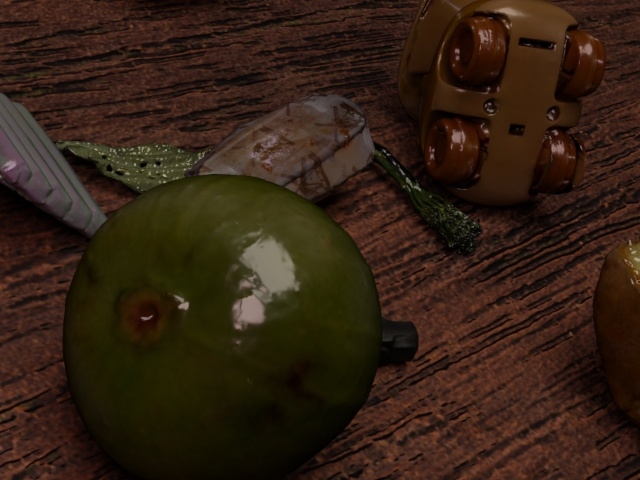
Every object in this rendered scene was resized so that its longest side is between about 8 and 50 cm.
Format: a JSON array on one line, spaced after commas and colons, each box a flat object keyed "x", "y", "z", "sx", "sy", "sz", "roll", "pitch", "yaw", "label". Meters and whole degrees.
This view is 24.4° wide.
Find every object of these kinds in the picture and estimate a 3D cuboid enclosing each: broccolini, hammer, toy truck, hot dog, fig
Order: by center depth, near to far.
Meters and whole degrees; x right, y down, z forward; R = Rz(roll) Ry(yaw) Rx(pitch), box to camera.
[{"x": -0.073, "y": 0.088, "z": 1.384, "sx": 0.316, "sy": 0.316, "sz": 0.316, "roll": 15, "pitch": 40, "yaw": -13, "label": "fig"}, {"x": 0.000, "y": 0.000, "z": 1.698, "sx": 0.111, "sy": 0.043, "sz": 0.365, "roll": 0, "pitch": 43, "yaw": -25, "label": "hammer"}, {"x": -0.048, "y": -0.089, "z": 1.700, "sx": 0.144, "sy": 0.075, "sz": 0.268, "roll": 32, "pitch": 48, "yaw": 30, "label": "hot dog"}, {"x": 0.103, "y": -0.070, "z": 1.824, "sx": 0.239, "sy": 0.051, "sz": 0.054, "roll": 42, "pitch": 86, "yaw": 22, "label": "broccolini"}, {"x": 0.222, "y": -0.194, "z": 1.861, "sx": 0.204, "sy": 0.288, "sz": 0.211, "roll": 4, "pitch": 19, "yaw": -22, "label": "toy truck"}]

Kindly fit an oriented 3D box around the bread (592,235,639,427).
[{"x": 0.446, "y": 0.147, "z": 1.655, "sx": 0.340, "sy": 0.179, "sz": 0.194, "roll": 34, "pitch": 38, "yaw": 15, "label": "bread"}]

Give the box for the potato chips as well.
[{"x": -0.199, "y": -0.084, "z": 1.688, "sx": 0.207, "sy": 0.028, "sz": 0.092, "roll": 3, "pitch": 41, "yaw": -31, "label": "potato chips"}]

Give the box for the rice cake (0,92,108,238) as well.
[{"x": -0.322, "y": -0.099, "z": 1.568, "sx": 0.198, "sy": 0.037, "sz": 0.189, "roll": 52, "pitch": 8, "yaw": 35, "label": "rice cake"}]
